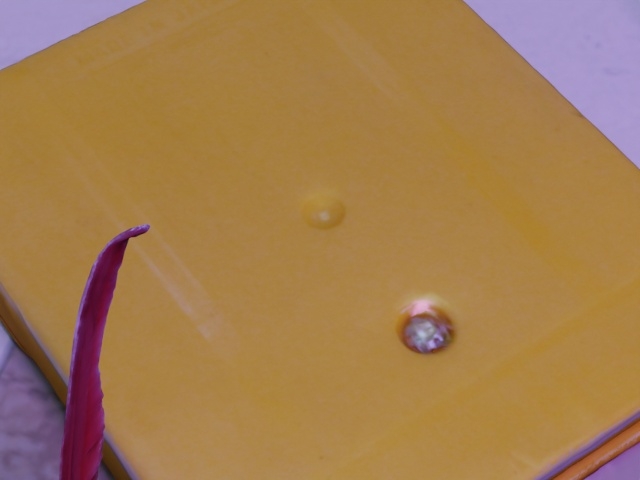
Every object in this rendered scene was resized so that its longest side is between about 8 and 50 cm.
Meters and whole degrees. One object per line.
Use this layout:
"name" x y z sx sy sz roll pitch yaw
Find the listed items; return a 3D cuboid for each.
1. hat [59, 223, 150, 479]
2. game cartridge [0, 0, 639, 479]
"hat" -0.121 0.143 0.519 0.173 0.183 0.208 -10 57 -10
"game cartridge" 0.000 0.000 0.712 0.285 0.052 0.323 -29 59 -21
